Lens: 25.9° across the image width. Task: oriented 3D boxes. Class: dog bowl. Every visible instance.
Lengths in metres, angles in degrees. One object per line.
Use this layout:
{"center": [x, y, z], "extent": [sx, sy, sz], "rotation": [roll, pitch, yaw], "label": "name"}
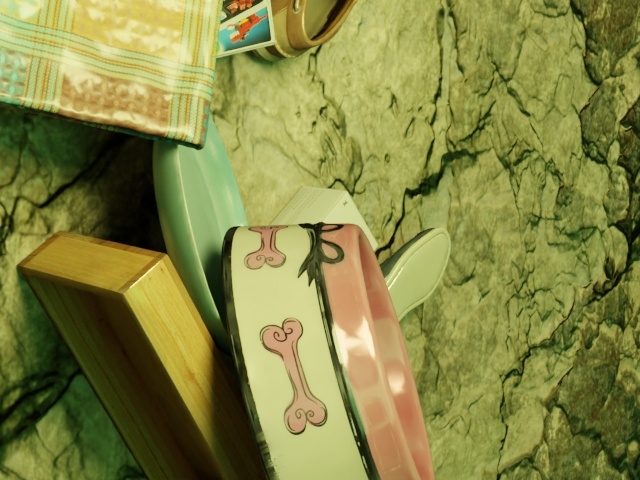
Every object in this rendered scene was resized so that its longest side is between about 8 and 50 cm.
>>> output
{"center": [0.020, 0.161, 1.602], "extent": [0.408, 0.150, 0.408], "rotation": [-16, 90, -84], "label": "dog bowl"}

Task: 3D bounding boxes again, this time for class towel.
{"center": [-0.223, -0.297, 1.440], "extent": [0.271, 0.040, 0.370], "rotation": [11, 74, -23], "label": "towel"}

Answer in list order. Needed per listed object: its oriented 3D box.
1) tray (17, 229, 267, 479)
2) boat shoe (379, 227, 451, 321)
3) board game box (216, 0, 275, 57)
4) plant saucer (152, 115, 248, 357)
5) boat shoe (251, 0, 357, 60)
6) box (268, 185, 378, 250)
{"center": [-0.168, 0.181, 1.573], "extent": [0.076, 0.202, 0.411], "rotation": [-45, 125, -29], "label": "tray"}
{"center": [0.087, 0.074, 1.904], "extent": [0.254, 0.079, 0.095], "rotation": [-53, 131, -23], "label": "boat shoe"}
{"center": [-0.197, -0.286, 1.551], "extent": [0.305, 0.053, 0.193], "rotation": [-18, 109, -33], "label": "board game box"}
{"center": [-0.130, -0.012, 1.584], "extent": [0.317, 0.043, 0.318], "rotation": [-14, 90, -82], "label": "plant saucer"}
{"center": [0.026, -0.354, 1.748], "extent": [0.123, 0.116, 0.324], "rotation": [44, 65, -40], "label": "boat shoe"}
{"center": [0.000, 0.000, 1.797], "extent": [0.102, 0.087, 0.101], "rotation": [-51, 128, -28], "label": "box"}
